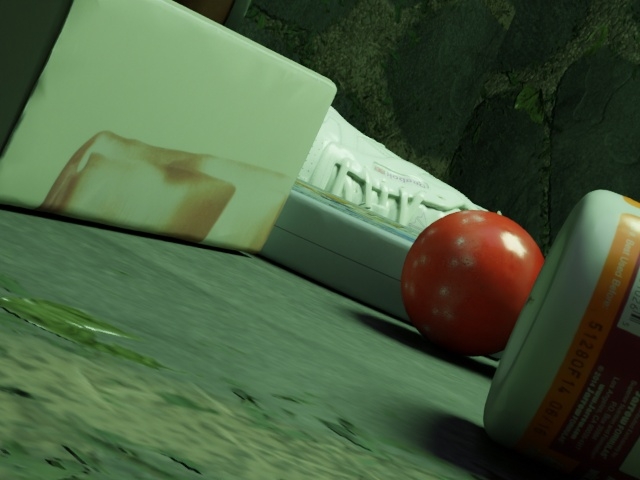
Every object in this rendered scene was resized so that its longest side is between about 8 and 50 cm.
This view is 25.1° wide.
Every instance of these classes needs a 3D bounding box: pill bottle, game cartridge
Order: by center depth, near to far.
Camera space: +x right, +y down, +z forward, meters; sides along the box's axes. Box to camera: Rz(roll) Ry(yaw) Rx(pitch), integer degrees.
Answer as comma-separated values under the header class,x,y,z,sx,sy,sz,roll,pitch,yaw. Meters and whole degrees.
class,x,y,z,sx,sy,sz,roll,pitch,yaw
pill bottle,0.192,0.074,0.613,0.221,0.121,0.121,24,5,5
game cartridge,0.012,-0.001,1.035,0.297,0.062,0.198,24,0,11

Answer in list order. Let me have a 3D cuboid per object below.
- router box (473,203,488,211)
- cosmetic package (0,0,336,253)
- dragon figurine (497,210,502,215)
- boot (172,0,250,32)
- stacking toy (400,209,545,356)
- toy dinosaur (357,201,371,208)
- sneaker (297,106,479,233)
class,x,y,z,sx,sy,sz,roll,pitch,yaw
router box,-0.037,-0.080,1.496,0.335,0.082,0.301,19,6,-44
cosmetic package,-0.131,-0.087,0.820,0.153,0.129,0.296,27,5,25
dragon figurine,0.295,0.071,1.392,0.289,0.085,0.144,26,5,26
boot,-0.198,-0.198,0.995,0.280,0.264,0.096,21,41,-22
stacking toy,0.210,0.059,0.875,0.330,0.141,0.141,20,5,-2
toy dinosaur,0.000,0.000,1.170,0.090,0.047,0.082,-21,42,-33
sneaker,0.049,-0.041,1.273,0.305,0.114,0.152,19,5,-43
